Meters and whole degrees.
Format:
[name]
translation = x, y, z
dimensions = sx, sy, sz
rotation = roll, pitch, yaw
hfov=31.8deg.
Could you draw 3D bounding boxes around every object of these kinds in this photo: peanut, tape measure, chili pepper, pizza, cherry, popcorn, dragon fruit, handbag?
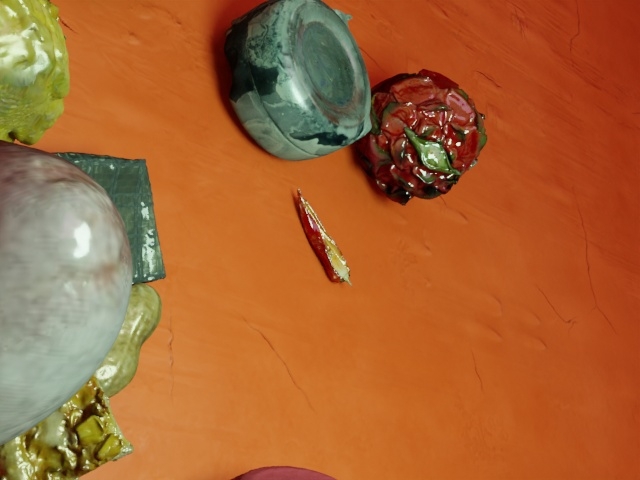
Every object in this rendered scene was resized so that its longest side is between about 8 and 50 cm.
[peanut]
translation = -0.255, 0.124, 1.359
dimensions = 0.089, 0.089, 0.192
rotation = 45, 42, -26
[tape measure]
translation = -0.033, -0.252, 1.767
dimensions = 0.275, 0.147, 0.256
rotation = 0, 74, -55
[chili pepper]
translation = 0.000, 0.000, 1.773
dimensions = 0.178, 0.027, 0.045
rotation = 61, 34, -9
[pizza]
translation = -0.286, 0.213, 1.246
dimensions = 0.161, 0.062, 0.182
rotation = 16, 74, -10
[cherry]
translation = -0.347, 0.057, 1.103
dimensions = 0.291, 0.335, 0.326
rotation = 41, 66, -53
[popcorn]
translation = -0.389, -0.196, 1.237
dimensions = 0.250, 0.190, 0.250
rotation = -30, 135, -35
[dragon fruit]
translation = 0.163, -0.181, 1.942
dimensions = 0.233, 0.234, 0.293
rotation = 61, 2, -8
[handbag]
translation = -0.298, -0.019, 1.388
dimensions = 0.270, 0.089, 0.175
rotation = -2, 82, -51

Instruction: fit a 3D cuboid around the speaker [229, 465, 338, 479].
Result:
[speaker]
translation = -0.045, 0.435, 1.380
dimensions = 0.294, 0.294, 0.294
rotation = 26, 53, -41
